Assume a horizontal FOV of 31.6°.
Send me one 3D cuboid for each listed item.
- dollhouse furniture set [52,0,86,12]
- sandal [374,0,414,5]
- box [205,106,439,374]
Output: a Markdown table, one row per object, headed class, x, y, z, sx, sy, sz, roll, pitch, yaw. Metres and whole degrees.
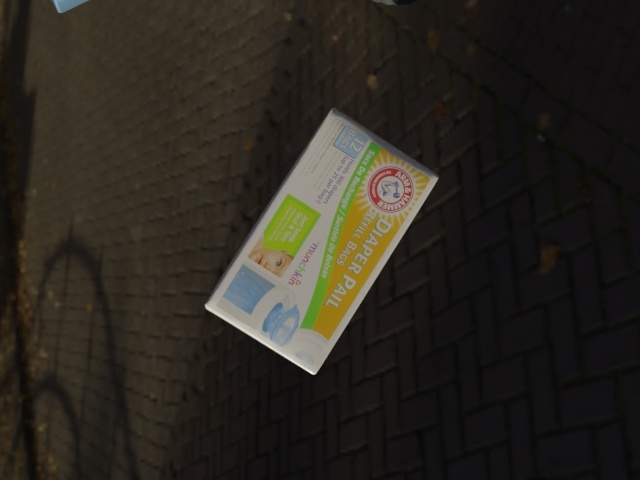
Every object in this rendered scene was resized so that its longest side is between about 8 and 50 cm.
| class | x | y | z | sx | sy | sz | roll | pitch | yaw |
| --- | --- | --- | --- | --- | --- | --- | --- | --- | --- |
| dollhouse furniture set | -0.163 | -0.343 | 0.747 | 0.286 | 0.198 | 0.303 | 62 | 171 | -3 |
| sandal | -0.054 | -0.318 | 0.949 | 0.167 | 0.446 | 0.107 | 18 | 75 | 46 |
| box | 0.000 | 0.000 | 0.994 | 0.203 | 0.114 | 0.103 | -58 | 3 | -2 |
